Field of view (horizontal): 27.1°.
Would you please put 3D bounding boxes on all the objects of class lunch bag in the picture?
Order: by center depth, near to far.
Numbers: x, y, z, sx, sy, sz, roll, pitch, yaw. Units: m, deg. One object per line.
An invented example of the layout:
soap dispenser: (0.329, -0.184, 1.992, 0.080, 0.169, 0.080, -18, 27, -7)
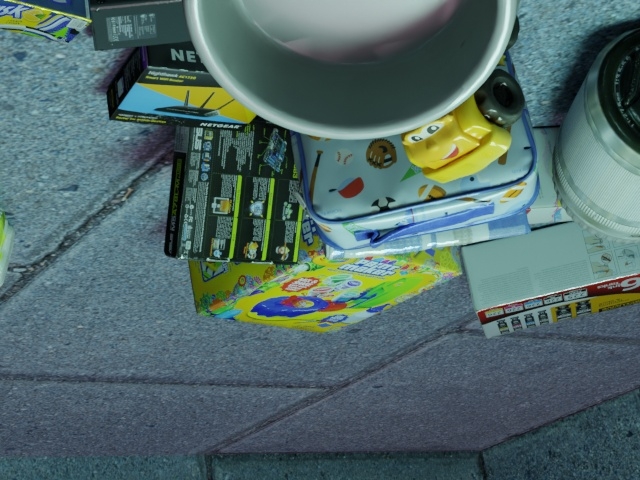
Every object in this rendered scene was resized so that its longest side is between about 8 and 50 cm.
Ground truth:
lunch bag: (0.108, -0.113, 1.617, 0.303, 0.243, 0.115, -13, 159, 5)

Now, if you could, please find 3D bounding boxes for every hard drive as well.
hard drive: (-0.183, -0.244, 1.449, 0.135, 0.022, 0.094, -7, 159, -8)

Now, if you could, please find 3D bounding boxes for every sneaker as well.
sneaker: (-0.504, -0.004, 1.871, 0.126, 0.091, 0.240, 12, 156, -6)

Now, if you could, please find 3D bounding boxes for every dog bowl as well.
dog bowl: (0.028, -0.243, 1.246, 0.349, 0.102, 0.348, 1, 133, 2)

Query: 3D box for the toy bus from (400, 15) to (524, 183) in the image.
toy bus: (0.101, -0.195, 1.450, 0.211, 0.220, 0.149, 14, 154, -35)

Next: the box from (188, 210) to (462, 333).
box: (0.000, 0.000, 1.958, 0.279, 0.177, 0.290, -28, 153, 38)

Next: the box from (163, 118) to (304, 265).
box: (-0.105, -0.066, 1.727, 0.184, 0.190, 0.045, 2, -174, -35)

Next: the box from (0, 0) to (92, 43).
box: (-0.315, -0.248, 1.323, 0.169, 0.059, 0.054, 8, 154, -40)

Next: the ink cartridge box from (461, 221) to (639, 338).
ink cartridge box: (0.432, 0.072, 2.413, 0.310, 0.130, 0.272, -14, 160, 9)

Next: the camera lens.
camera lens: (0.431, -0.136, 1.740, 0.219, 0.219, 0.274, -7, 159, -7)

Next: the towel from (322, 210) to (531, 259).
towel: (0.124, -0.090, 1.735, 0.285, 0.209, 0.034, -7, 169, -10)

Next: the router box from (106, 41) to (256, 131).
router box: (-0.150, -0.184, 1.586, 0.179, 0.046, 0.133, 2, 156, -29)

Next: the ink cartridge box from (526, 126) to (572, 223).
ink cartridge box: (0.324, -0.093, 1.930, 0.175, 0.127, 0.072, -4, 160, -16)
